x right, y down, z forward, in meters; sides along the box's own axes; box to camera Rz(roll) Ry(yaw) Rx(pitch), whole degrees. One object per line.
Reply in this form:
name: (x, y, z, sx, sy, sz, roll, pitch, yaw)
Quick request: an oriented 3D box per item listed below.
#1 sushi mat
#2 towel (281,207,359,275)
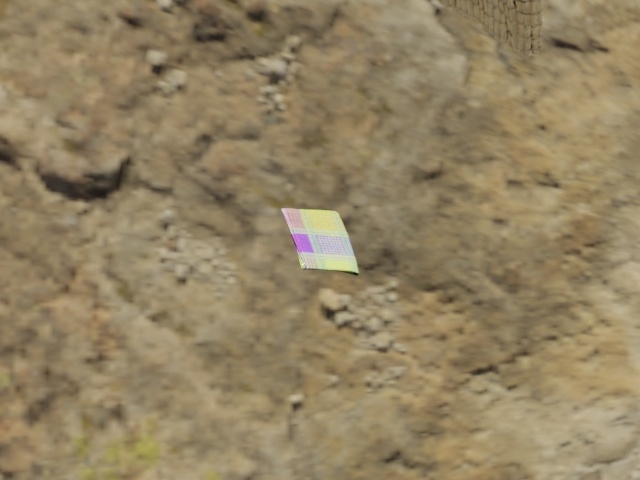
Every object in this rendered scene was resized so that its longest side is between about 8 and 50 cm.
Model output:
sushi mat: (0.102, -0.200, 1.431, 0.151, 0.316, 0.019, 33, 92, 7)
towel: (0.000, 0.000, 1.722, 0.009, 0.060, 0.083, -64, 34, 37)
